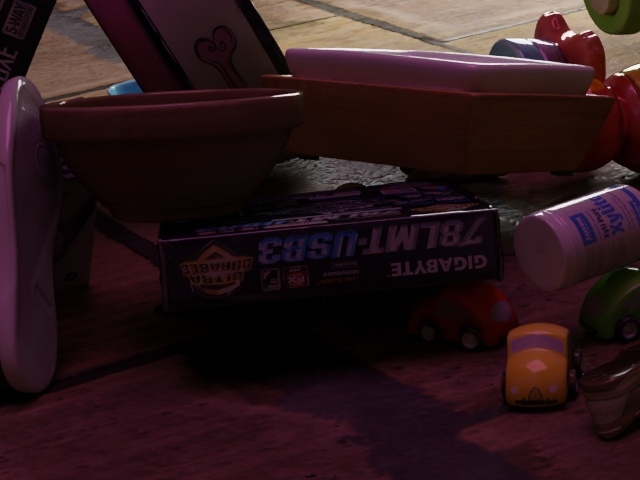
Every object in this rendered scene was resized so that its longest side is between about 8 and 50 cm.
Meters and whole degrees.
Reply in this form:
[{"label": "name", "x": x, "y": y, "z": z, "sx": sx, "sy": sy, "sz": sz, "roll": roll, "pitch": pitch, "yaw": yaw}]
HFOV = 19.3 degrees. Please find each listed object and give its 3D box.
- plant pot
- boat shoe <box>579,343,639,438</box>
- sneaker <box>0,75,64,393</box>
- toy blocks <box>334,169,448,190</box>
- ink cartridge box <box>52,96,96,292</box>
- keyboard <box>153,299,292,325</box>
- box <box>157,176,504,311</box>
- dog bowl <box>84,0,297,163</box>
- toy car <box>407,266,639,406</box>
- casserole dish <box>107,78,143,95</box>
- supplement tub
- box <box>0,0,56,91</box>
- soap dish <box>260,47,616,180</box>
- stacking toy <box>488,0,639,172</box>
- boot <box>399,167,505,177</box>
[{"label": "plant pot", "x": -0.130, "y": -0.077, "z": 1.694, "sx": 0.237, "sy": 0.109, "sz": 0.237, "roll": -4, "pitch": 7, "yaw": 0}, {"label": "boat shoe", "x": 0.258, "y": 0.111, "z": 1.475, "sx": 0.056, "sy": 0.048, "sz": 0.153, "roll": -8, "pitch": 8, "yaw": 39}, {"label": "sneaker", "x": -0.316, "y": -0.003, "z": 1.687, "sx": 0.147, "sy": 0.295, "sz": 0.104, "roll": -8, "pitch": -18, "yaw": 21}, {"label": "toy blocks", "x": 0.073, "y": -0.043, "z": 1.962, "sx": 0.123, "sy": 0.054, "sz": 0.148, "roll": -2, "pitch": 19, "yaw": 13}, {"label": "ink cartridge box", "x": -0.322, "y": -0.019, "z": 1.790, "sx": 0.223, "sy": 0.224, "sz": 0.045, "roll": -16, "pitch": 50, "yaw": -23}, {"label": "keyboard", "x": -0.073, "y": 0.058, "z": 1.753, "sx": 0.100, "sy": 0.038, "sz": 0.192, "roll": -3, "pitch": 9, "yaw": 22}, {"label": "box", "x": 0.000, "y": 0.000, "z": 1.717, "sx": 0.296, "sy": 0.073, "sz": 0.293, "roll": -6, "pitch": 8, "yaw": -4}, {"label": "dog bowl", "x": -0.161, "y": -0.239, "z": 2.141, "sx": 0.150, "sy": 0.408, "sz": 0.408, "roll": -33, "pitch": 22, "yaw": -3}, {"label": "toy car", "x": 0.213, "y": 0.062, "z": 1.605, "sx": 0.225, "sy": 0.053, "sz": 0.239, "roll": -14, "pitch": 20, "yaw": -18}, {"label": "casserole dish", "x": -0.217, "y": -0.185, "z": 2.511, "sx": 0.114, "sy": 0.037, "sz": 0.188, "roll": -12, "pitch": 20, "yaw": -17}, {"label": "supplement tub", "x": 0.226, "y": -0.003, "z": 1.598, "sx": 0.107, "sy": 0.071, "sz": 0.071, "roll": -19, "pitch": 22, "yaw": -32}, {"label": "box", "x": -0.348, "y": -0.173, "z": 1.931, "sx": 0.076, "sy": 0.242, "sz": 0.307, "roll": 22, "pitch": 12, "yaw": -13}, {"label": "soap dish", "x": 0.118, "y": -0.133, "z": 1.930, "sx": 0.291, "sy": 0.118, "sz": 0.229, "roll": 9, "pitch": 9, "yaw": 43}, {"label": "stacking toy", "x": 0.258, "y": -0.215, "z": 2.068, "sx": 0.130, "sy": 0.279, "sz": 0.309, "roll": -11, "pitch": 15, "yaw": -17}, {"label": "boot", "x": 0.146, "y": -0.081, "z": 2.082, "sx": 0.087, "sy": 0.042, "sz": 0.118, "roll": -23, "pitch": 22, "yaw": -24}]
